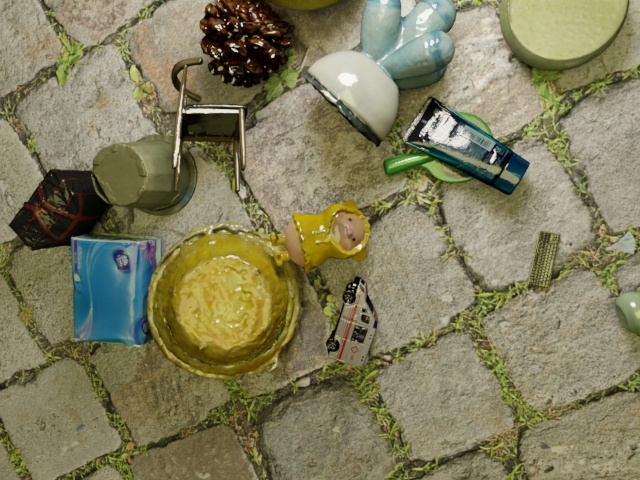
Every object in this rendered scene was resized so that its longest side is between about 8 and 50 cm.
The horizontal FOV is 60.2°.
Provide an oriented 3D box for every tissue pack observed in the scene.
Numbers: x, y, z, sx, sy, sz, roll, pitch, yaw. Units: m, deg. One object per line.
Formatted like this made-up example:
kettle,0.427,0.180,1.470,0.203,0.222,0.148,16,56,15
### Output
tissue pack,-0.515,0.119,1.402,0.198,0.146,0.263,4,97,9

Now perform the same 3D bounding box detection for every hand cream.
hand cream,0.326,-0.206,1.228,0.270,0.061,0.120,32,94,6
hand cream,0.797,0.110,1.180,0.306,0.093,0.147,-22,87,11

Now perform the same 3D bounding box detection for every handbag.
handbag,-0.652,-0.080,1.393,0.155,0.169,0.215,43,103,4

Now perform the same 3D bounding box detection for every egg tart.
egg tart,-0.219,0.148,1.290,0.388,0.169,0.388,0,89,-8

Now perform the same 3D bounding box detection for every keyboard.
keyboard,0.511,0.044,1.264,0.049,0.015,0.129,11,98,9

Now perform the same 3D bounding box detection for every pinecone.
pinecone,-0.171,-0.445,1.249,0.221,0.221,0.221,1,97,11

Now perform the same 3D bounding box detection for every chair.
chair,-0.256,-0.264,1.272,0.166,0.188,0.272,-1,77,-13

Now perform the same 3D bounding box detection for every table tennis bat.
table tennis bat,0.270,-0.200,1.273,0.257,0.039,0.160,-15,92,10

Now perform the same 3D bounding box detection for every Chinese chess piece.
Chinese chess piece,0.507,-0.486,1.160,0.250,0.101,0.250,1,97,11

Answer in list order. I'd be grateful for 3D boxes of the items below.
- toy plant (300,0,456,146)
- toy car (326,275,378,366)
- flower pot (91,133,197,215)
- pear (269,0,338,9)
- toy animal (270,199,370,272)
toy plant,0.153,-0.392,1.185,0.247,0.247,0.332,44,98,3
toy car,0.088,0.195,1.326,0.108,0.089,0.209,18,101,8
flower pot,-0.440,-0.157,1.332,0.212,0.202,0.212,2,97,14
pear,-0.022,-0.634,1.153,0.304,0.304,0.304,1,97,11
toy animal,-0.001,-0.005,1.287,0.230,0.156,0.156,-12,95,-13
